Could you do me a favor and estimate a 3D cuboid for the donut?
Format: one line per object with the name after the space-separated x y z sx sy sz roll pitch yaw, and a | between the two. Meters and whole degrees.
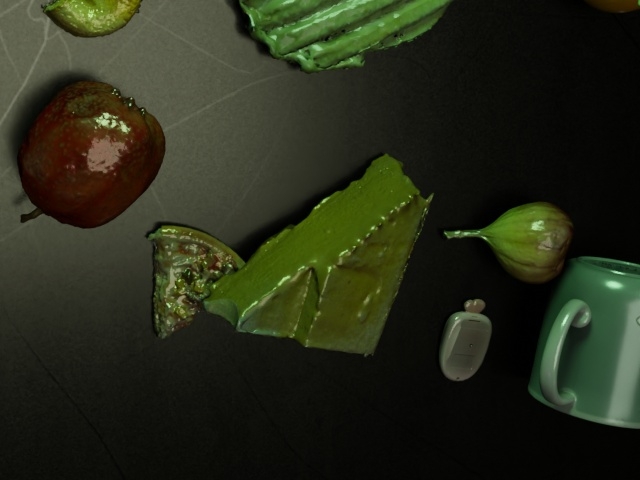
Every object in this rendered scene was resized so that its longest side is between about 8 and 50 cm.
-0.329 -0.387 1.503 0.146 0.078 0.181 10 102 -21 | donut

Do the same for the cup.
0.512 0.180 1.865 0.357 0.259 0.274 1 101 -49 | cup

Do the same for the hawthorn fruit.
-0.356 -0.111 1.507 0.205 0.205 0.253 36 100 -26 | hawthorn fruit

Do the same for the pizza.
-0.226 0.080 1.683 0.185 0.052 0.195 25 93 -23 | pizza

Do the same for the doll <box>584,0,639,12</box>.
0.545 -0.490 1.730 0.213 0.236 0.213 -9 113 -22 | doll

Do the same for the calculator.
0.278 0.191 1.927 0.103 0.024 0.165 8 102 -23 | calculator

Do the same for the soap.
0.000 0.000 1.676 0.304 0.169 0.338 13 100 -40 | soap

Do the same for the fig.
0.354 0.008 1.841 0.231 0.143 0.160 -8 138 -21 | fig

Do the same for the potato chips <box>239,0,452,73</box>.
0.053 -0.467 1.640 0.429 0.070 0.358 -26 115 -12 | potato chips
